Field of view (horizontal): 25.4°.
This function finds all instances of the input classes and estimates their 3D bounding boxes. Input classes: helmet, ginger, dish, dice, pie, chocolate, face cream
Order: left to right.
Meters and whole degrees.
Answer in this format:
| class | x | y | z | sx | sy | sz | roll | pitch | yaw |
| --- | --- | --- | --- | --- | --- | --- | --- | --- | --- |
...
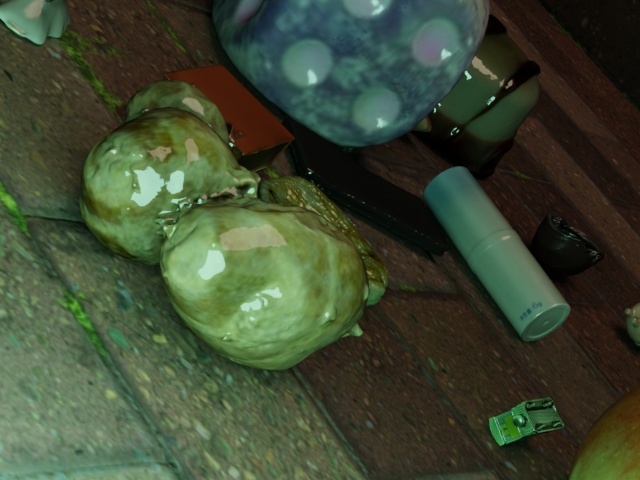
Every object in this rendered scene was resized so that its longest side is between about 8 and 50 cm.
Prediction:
| class | x | y | z | sx | sy | sz | roll | pitch | yaw |
| --- | --- | --- | --- | --- | --- | --- | --- | --- | --- |
| dish | -0.296 | -0.252 | 1.479 | 0.091 | 0.039 | 0.137 | 37 | 21 | -18 |
| ginger | -0.097 | -0.022 | 1.240 | 0.304 | 0.155 | 0.244 | 51 | 24 | 17 |
| pie | 0.000 | 0.000 | 1.534 | 0.187 | 0.041 | 0.187 | 37 | 21 | -17 |
| dice | 0.038 | -0.306 | 1.862 | 0.270 | 0.271 | 0.270 | 31 | 23 | -29 |
| chocolate | 0.231 | -0.256 | 2.234 | 0.283 | 0.186 | 0.283 | 37 | 21 | -17 |
| face cream | 0.229 | 0.015 | 1.866 | 0.077 | 0.077 | 0.250 | 14 | 37 | -52 |
| helmet | 0.364 | 0.014 | 2.122 | 0.123 | 0.070 | 0.098 | 24 | 19 | -49 |

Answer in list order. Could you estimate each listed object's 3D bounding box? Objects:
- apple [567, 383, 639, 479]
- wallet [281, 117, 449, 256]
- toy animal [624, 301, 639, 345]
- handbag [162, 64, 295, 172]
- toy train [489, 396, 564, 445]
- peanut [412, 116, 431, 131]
| class | x | y | z | sx | sy | sz | roll | pitch | yaw |
| --- | --- | --- | --- | --- | --- | --- | --- | --- | --- |
| apple | 0.409 | 0.270 | 1.433 | 0.319 | 0.277 | 0.319 | 35 | 22 | -16 |
| wallet | 0.055 | -0.064 | 1.775 | 0.244 | 0.025 | 0.124 | 28 | 26 | -33 |
| toy animal | 0.516 | 0.140 | 2.147 | 0.150 | 0.083 | 0.089 | 22 | -14 | -25 |
| handbag | -0.111 | -0.131 | 1.561 | 0.127 | 0.063 | 0.190 | 45 | 17 | 4 |
| toy train | 0.225 | 0.198 | 1.543 | 0.093 | 0.056 | 0.038 | 2 | 62 | -59 |
| peanut | 0.107 | -0.213 | 2.092 | 0.152 | 0.076 | 0.076 | 41 | 21 | 0 |
